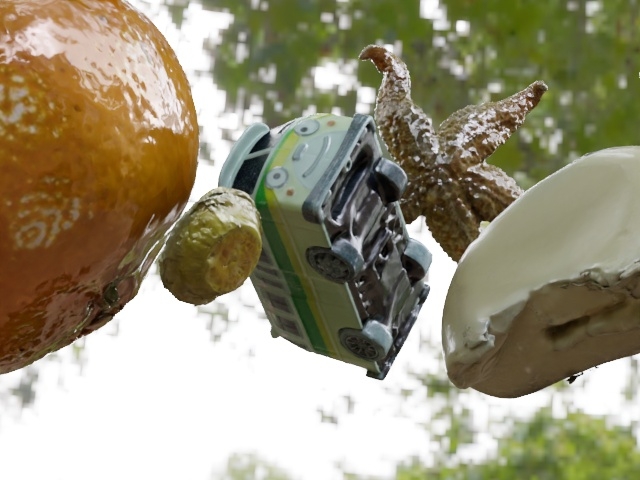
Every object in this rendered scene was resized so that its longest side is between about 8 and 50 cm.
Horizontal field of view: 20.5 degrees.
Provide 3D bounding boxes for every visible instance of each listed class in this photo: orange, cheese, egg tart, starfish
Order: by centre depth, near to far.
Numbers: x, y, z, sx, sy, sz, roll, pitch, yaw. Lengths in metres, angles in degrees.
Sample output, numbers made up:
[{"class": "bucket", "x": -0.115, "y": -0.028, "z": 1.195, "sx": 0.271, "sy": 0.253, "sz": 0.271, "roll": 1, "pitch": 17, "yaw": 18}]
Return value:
[{"class": "egg tart", "x": -0.080, "y": 0.009, "z": 1.396, "sx": 0.039, "sy": 0.105, "sz": 0.105, "roll": 30, "pitch": -4, "yaw": 40}, {"class": "cheese", "x": 0.227, "y": 0.035, "z": 1.517, "sx": 0.266, "sy": 0.233, "sz": 0.127, "roll": -28, "pitch": -66, "yaw": 31}, {"class": "orange", "x": -0.303, "y": -0.057, "z": 1.667, "sx": 0.424, "sy": 0.326, "sz": 0.424, "roll": -36, "pitch": -9, "yaw": -7}, {"class": "starfish", "x": 0.138, "y": -0.066, "z": 2.028, "sx": 0.327, "sy": 0.375, "sz": 0.094, "roll": -19, "pitch": -16, "yaw": -4}]

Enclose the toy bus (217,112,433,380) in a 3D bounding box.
[{"class": "toy bus", "x": 0.000, "y": 0.000, "z": 1.746, "sx": 0.164, "sy": 0.134, "sz": 0.276, "roll": 12, "pitch": -35, "yaw": 27}]
